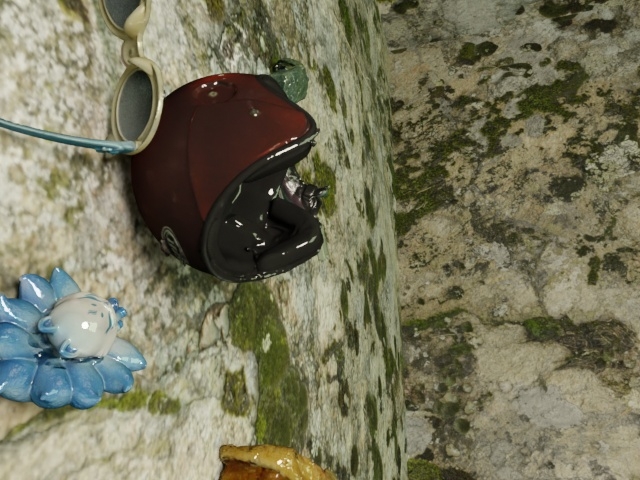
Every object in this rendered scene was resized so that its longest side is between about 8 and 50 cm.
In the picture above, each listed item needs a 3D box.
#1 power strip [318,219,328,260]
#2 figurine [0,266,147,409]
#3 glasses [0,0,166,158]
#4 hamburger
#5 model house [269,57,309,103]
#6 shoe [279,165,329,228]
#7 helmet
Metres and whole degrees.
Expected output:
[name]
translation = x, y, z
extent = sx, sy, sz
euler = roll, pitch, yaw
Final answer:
[power strip]
translation = 0.000, 0.000, 1.140
extent = 0.040, 0.016, 0.090
euler = -65, 146, -63
[figurine]
translation = -0.179, 0.072, 0.350
extent = 0.114, 0.079, 0.114
euler = 52, 15, -20
[glasses]
translation = -0.195, -0.164, 0.367
extent = 0.220, 0.088, 0.190
euler = -9, 93, -74
[hamburger]
translation = -0.033, 0.356, 0.681
extent = 0.262, 0.130, 0.124
euler = 56, 31, -51
[model house]
translation = -0.068, -0.291, 0.952
extent = 0.083, 0.066, 0.079
euler = -40, 136, -51
[shoe]
translation = -0.030, -0.079, 0.908
extent = 0.071, 0.099, 0.169
euler = -35, 117, -70
[helmet]
translation = -0.087, -0.065, 0.519
extent = 0.189, 0.193, 0.216
euler = 85, 18, -52
